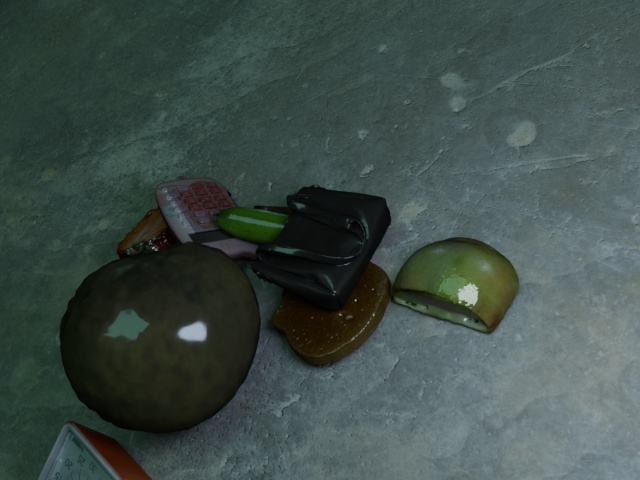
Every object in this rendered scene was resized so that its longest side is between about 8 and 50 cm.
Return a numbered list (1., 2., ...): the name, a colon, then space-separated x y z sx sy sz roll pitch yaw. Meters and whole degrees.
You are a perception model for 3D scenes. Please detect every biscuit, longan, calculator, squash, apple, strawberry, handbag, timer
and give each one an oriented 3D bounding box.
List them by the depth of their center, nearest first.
1. apple: 0.285 0.070 1.880 0.264 0.120 0.193 19 73 32
2. timer: -0.504 0.569 1.899 0.257 0.161 0.250 33 85 37
3. longan: -0.341 0.220 1.929 0.435 0.404 0.404 -11 49 -15
4. biscuit: 0.026 0.149 1.996 0.273 0.049 0.257 -45 48 -14
5. handbag: 0.000 0.000 2.003 0.256 0.113 0.285 17 63 26
6. squash: -0.110 -0.027 2.138 0.292 0.082 0.082 11 62 10
7. calculator: -0.287 -0.053 2.214 0.220 0.048 0.330 -10 49 -31
8. strawberry: -0.414 -0.001 2.288 0.190 0.111 0.237 -19 28 26

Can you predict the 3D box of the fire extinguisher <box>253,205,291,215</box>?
1. fire extinguisher: -0.086 -0.065 2.197 0.177 0.050 0.062 2 67 25
